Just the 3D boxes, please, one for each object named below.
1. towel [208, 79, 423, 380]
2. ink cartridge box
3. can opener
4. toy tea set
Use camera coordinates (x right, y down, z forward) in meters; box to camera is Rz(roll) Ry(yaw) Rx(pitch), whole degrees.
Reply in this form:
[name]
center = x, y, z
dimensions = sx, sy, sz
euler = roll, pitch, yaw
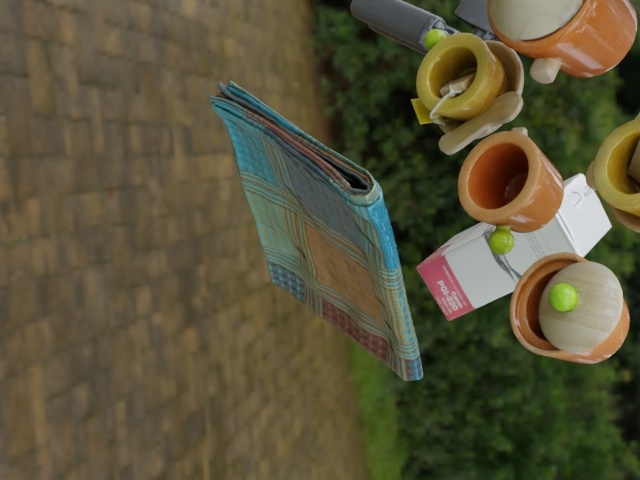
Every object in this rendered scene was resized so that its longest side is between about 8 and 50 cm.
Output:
[towel]
center = 0.000, 0.000, 1.796
dimensions = 0.271, 0.040, 0.370
euler = 35, -24, 33
[ink cartridge box]
center = 0.261, 0.008, 2.008
dimensions = 0.092, 0.218, 0.158
euler = 59, 31, -2
[can opener]
center = 0.156, -0.278, 1.897
dimensions = 0.076, 0.283, 0.095
euler = 29, 93, -44
[toy tea set]
center = 0.162, -0.077, 1.087
dimensions = 0.124, 0.200, 0.336
euler = 27, 35, -46
